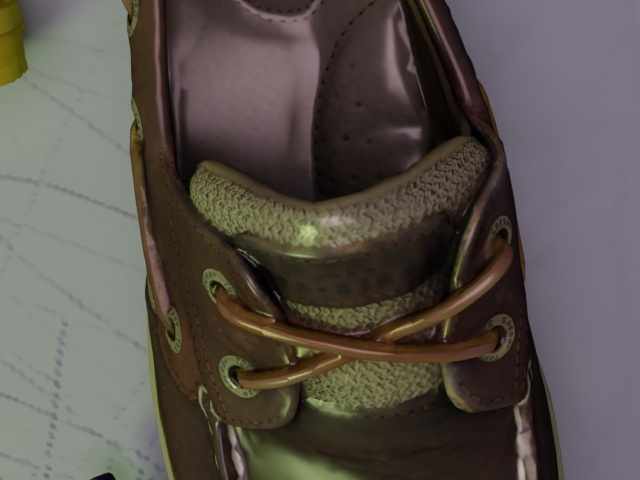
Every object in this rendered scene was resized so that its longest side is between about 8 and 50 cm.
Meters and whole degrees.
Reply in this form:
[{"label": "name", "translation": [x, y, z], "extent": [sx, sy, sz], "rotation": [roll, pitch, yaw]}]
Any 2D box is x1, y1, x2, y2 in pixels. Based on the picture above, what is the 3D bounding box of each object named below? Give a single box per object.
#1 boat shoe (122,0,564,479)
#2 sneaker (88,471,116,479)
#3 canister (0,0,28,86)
[{"label": "boat shoe", "translation": [0.000, 0.000, 0.476], "extent": [0.123, 0.123, 0.342], "rotation": [-7, 89, 4]}, {"label": "sneaker", "translation": [0.028, 0.126, 0.554], "extent": [0.224, 0.083, 0.098], "rotation": [1, 97, 3]}, {"label": "canister", "translation": [-0.167, -0.123, 0.507], "extent": [0.126, 0.073, 0.169], "rotation": [-9, 104, 1]}]
